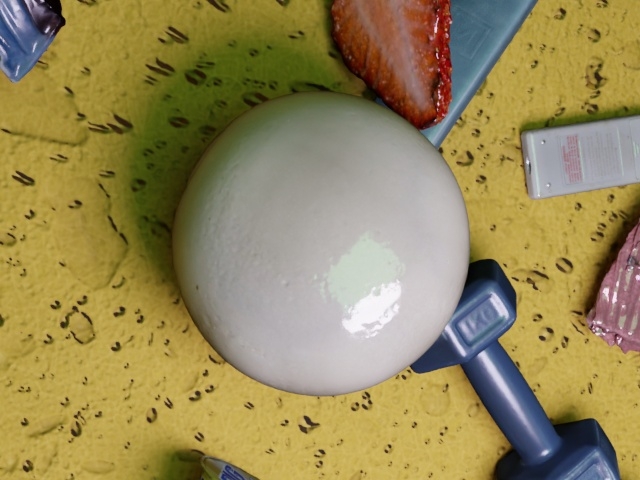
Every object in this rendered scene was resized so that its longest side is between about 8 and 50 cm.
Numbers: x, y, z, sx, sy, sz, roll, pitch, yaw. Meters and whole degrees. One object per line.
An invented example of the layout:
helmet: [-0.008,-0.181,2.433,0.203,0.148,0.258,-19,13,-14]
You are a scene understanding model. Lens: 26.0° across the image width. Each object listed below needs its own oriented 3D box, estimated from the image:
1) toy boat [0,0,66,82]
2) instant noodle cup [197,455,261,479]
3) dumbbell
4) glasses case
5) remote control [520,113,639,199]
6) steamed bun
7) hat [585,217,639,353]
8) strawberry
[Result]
toy boat: [-0.375,-0.305,1.418,0.142,0.129,0.309,-24,100,13]
instant noodle cup: [-0.082,0.351,1.497,0.205,0.205,0.153,33,88,-17]
dumbbell: [0.218,0.184,1.616,0.316,0.156,0.143,56,46,-13]
glasses case: [0.173,-0.233,1.631,0.105,0.056,0.266,37,80,-17]
remote control: [0.337,-0.105,1.703,0.190,0.029,0.087,-10,95,-18]
steamed bun: [0.000,0.000,1.455,0.324,0.206,0.324,-1,76,3]
hat: [0.466,0.024,1.711,0.237,0.107,0.286,22,90,-28]
strawberry: [0.100,-0.244,1.556,0.107,0.175,0.235,-14,101,-40]
